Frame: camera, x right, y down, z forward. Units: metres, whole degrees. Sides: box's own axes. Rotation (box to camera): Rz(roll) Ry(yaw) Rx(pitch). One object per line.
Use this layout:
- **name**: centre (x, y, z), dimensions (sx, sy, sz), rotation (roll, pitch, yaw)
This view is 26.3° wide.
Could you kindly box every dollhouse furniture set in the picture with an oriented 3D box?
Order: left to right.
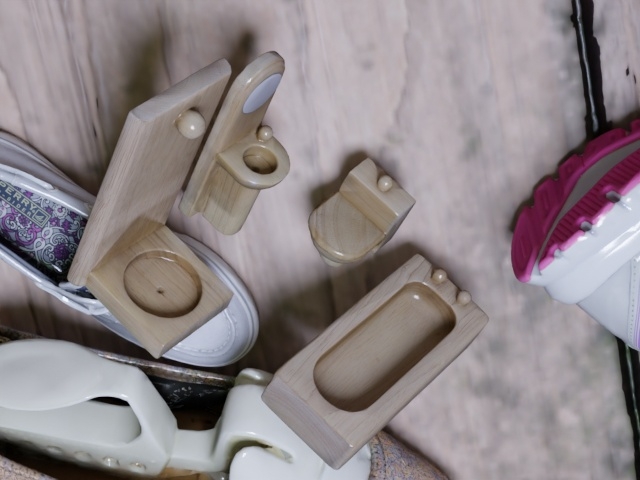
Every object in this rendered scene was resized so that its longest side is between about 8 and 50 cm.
- **dollhouse furniture set**: centre (0.000, 0.000, 0.620), dimensions (0.151, 0.144, 0.123), rotation (43, 140, 11)

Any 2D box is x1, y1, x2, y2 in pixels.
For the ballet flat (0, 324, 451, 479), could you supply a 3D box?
- **ballet flat**: centre (-0.072, 0.104, 0.678), dimensions (0.316, 0.108, 0.106), rotation (10, 141, -3)

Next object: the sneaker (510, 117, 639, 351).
- **sneaker**: centre (0.215, -0.039, 0.648), dimensions (0.252, 0.103, 0.111), rotation (-41, 106, 19)

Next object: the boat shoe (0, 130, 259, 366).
- **boat shoe**: centre (-0.112, 0.009, 0.682), dimensions (0.184, 0.063, 0.066), rotation (40, 104, -10)
